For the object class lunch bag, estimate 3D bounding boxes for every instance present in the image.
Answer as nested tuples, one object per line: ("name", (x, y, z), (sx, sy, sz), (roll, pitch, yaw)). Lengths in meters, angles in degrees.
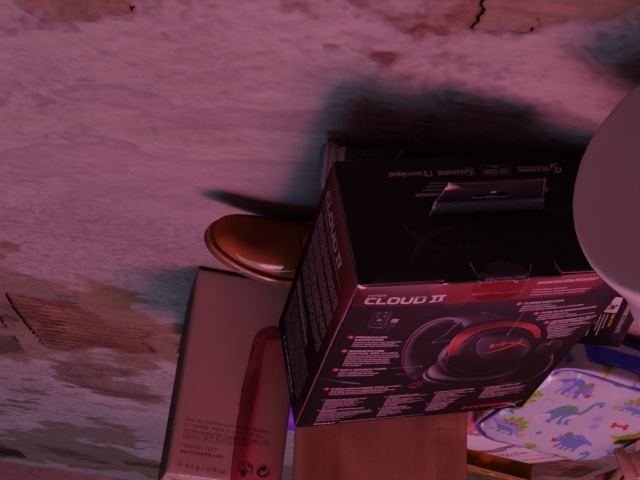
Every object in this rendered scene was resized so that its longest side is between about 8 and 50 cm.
("lunch bag", (0.297, 0.175, 1.330), (0.219, 0.090, 0.176), (17, 138, -27))

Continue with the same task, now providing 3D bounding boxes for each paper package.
("paper package", (0.061, 0.223, 1.227), (0.168, 0.309, 0.325), (1, 170, 3))

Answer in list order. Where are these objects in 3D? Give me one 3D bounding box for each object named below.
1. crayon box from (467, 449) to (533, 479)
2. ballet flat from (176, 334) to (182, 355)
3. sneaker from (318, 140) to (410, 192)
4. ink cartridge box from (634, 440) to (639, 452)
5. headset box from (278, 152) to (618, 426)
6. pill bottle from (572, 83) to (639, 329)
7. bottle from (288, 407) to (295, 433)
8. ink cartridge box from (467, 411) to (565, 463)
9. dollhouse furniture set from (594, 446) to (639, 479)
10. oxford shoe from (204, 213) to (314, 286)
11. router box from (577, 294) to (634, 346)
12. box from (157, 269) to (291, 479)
("crayon box", (0.185, 0.315, 1.776), (0.203, 0.083, 0.323), (19, 164, -29))
("ballet flat", (-0.143, 0.176, 1.570), (0.106, 0.107, 0.316), (26, 157, 8))
("sneaker", (0.063, -0.031, 0.940), (0.076, 0.065, 0.166), (-7, 158, 26))
("ink cartridge box", (0.583, 0.370, 1.688), (0.233, 0.168, 0.171), (1, 160, 18))
("headset box", (0.099, 0.039, 0.913), (0.218, 0.110, 0.293), (-3, 151, -13))
("pill bottle", (0.335, 0.034, 0.779), (0.204, 0.204, 0.361), (-11, 148, 42))
("bottle", (-0.012, 0.235, 1.656), (0.118, 0.092, 0.283), (-4, 157, 21))
("ink cartridge box", (0.253, 0.238, 1.568), (0.218, 0.092, 0.158), (15, 159, -25))
("dollhouse furniture set", (0.466, 0.303, 1.348), (0.356, 0.173, 0.303), (-19, 157, 0))
("oxford shoe", (0.000, 0.000, 1.061), (0.212, 0.076, 0.076), (9, 137, -15))
("router box", (0.242, 0.058, 1.135), (0.133, 0.046, 0.179), (5, 160, 8))
("box", (-0.102, 0.170, 1.302), (0.127, 0.232, 0.148), (11, 160, -8))
